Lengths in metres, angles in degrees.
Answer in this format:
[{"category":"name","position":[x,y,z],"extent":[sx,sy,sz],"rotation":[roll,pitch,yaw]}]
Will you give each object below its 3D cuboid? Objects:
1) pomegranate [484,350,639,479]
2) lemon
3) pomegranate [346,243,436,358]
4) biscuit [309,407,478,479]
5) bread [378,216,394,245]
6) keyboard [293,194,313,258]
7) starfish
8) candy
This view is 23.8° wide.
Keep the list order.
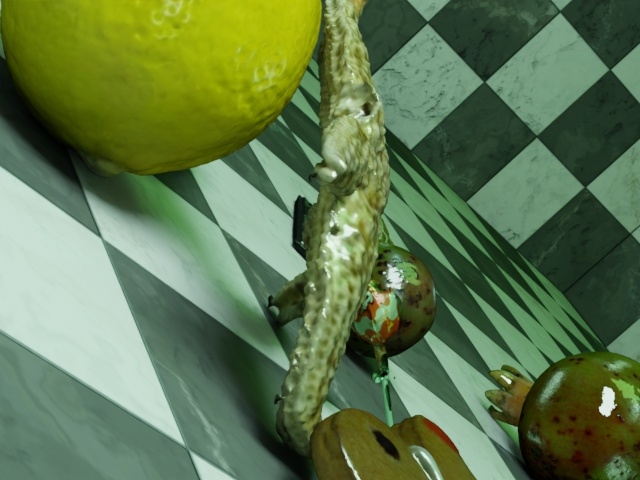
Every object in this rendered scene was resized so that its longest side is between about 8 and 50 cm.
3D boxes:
[{"category":"pomegranate","position":[0.321,0.213,1.879],"extent":[0.246,0.198,0.198],"rotation":[50,10,28]},{"category":"lemon","position":[-0.134,-0.195,1.278],"extent":[0.293,0.293,0.293],"rotation":[45,10,-10]},{"category":"pomegranate","position":[0.058,0.065,1.569],"extent":[0.130,0.130,0.130],"rotation":[45,10,-10]},{"category":"biscuit","position":[0.137,0.251,1.183],"extent":[0.432,0.064,0.283],"rotation":[44,16,-40]},{"category":"bread","position":[0.062,-0.002,1.971],"extent":[0.110,0.060,0.066],"rotation":[64,19,12]},{"category":"keyboard","position":[0.000,0.000,1.864],"extent":[0.087,0.017,0.250],"rotation":[44,9,-9]},{"category":"starfish","position":[0.010,-0.026,1.273],"extent":[0.082,0.324,0.432],"rotation":[6,24,-4]},{"category":"candy","position":[0.055,0.121,1.334],"extent":[0.055,0.049,0.184],"rotation":[-95,177,-69]}]
